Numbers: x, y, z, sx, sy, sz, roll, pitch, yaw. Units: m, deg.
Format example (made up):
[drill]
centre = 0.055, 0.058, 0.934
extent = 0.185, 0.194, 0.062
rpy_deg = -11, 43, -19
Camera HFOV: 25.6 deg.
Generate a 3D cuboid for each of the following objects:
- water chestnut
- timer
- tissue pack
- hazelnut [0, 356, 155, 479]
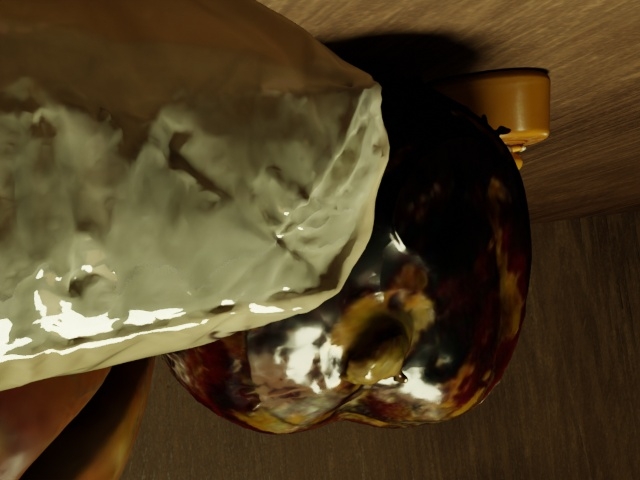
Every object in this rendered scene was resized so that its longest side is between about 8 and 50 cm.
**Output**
[water chestnut]
centre = 0.000, 0.000, 1.148
extent = 0.335, 0.335, 0.347
rpy_deg = -5, -155, -35
[timer]
centre = 0.153, -0.067, 1.275
extent = 0.132, 0.152, 0.132
rpy_deg = -8, 176, -1
[tissue pack]
centre = -0.204, -0.050, 0.613
extent = 0.390, 0.195, 0.375
rpy_deg = -6, -165, -32
[hazelnut]
centre = -0.336, 0.075, 0.919
extent = 0.429, 0.402, 0.402
rpy_deg = -2, -179, 40
